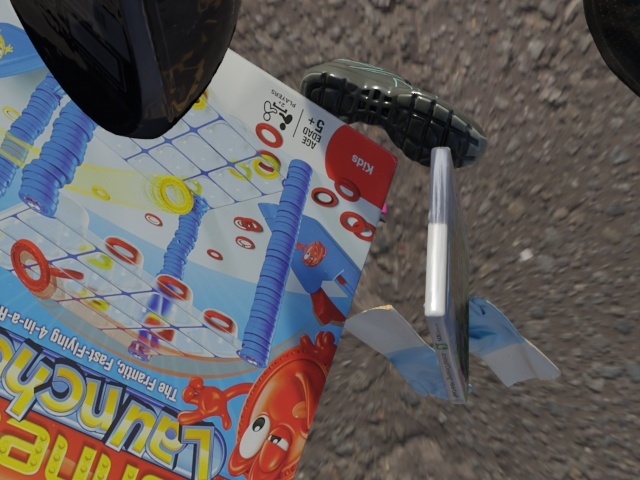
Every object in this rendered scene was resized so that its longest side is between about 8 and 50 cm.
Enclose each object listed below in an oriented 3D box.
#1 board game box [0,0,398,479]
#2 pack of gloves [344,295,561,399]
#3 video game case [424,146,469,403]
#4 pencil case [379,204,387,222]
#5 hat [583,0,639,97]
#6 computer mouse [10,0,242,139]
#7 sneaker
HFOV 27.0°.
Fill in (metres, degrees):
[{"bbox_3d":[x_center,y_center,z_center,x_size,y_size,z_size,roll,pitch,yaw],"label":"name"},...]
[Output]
[{"bbox_3d":[-0.132,0.019,0.768,0.308,0.086,0.302,29,68,-28],"label":"board game box"},{"bbox_3d":[0.164,0.150,1.691,0.195,0.232,0.046,-19,46,31],"label":"pack of gloves"},{"bbox_3d":[0.140,0.040,1.445,0.023,0.193,0.212,-3,56,13],"label":"video game case"},{"bbox_3d":[-0.049,-0.030,1.458,0.236,0.104,0.104,-16,85,3],"label":"pencil case"},{"bbox_3d":[0.431,-0.248,1.286,0.331,0.134,0.331,13,116,28],"label":"hat"},{"bbox_3d":[-0.070,-0.142,0.484,0.072,0.272,0.188,-36,68,-23],"label":"computer mouse"},{"bbox_3d":[0.108,-0.184,1.790,0.267,0.106,0.101,26,126,15],"label":"sneaker"}]
